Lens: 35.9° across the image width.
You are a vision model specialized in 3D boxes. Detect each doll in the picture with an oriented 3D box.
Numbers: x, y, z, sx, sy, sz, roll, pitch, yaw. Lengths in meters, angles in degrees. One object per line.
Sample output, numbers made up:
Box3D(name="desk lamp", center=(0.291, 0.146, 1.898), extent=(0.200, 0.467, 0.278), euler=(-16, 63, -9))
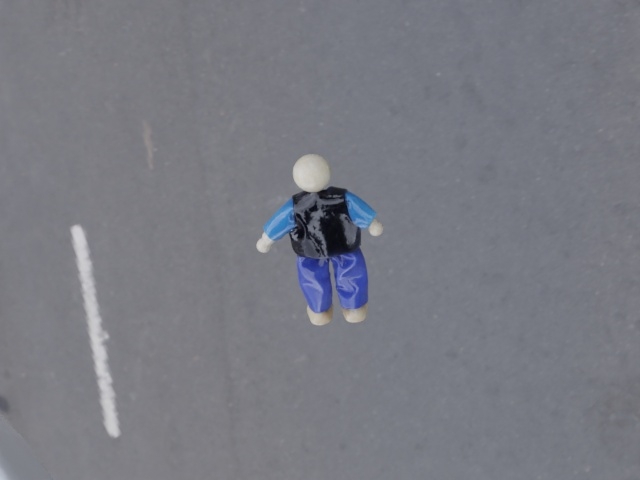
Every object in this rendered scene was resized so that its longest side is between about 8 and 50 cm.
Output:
Box3D(name="doll", center=(0.000, 0.000, 0.992), extent=(0.129, 0.046, 0.189), euler=(-4, 124, 6))

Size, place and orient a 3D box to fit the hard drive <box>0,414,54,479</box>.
Box3D(name="hard drive", center=(-0.206, 0.243, 0.764), extent=(0.353, 0.047, 0.233), euler=(42, 161, 34))
